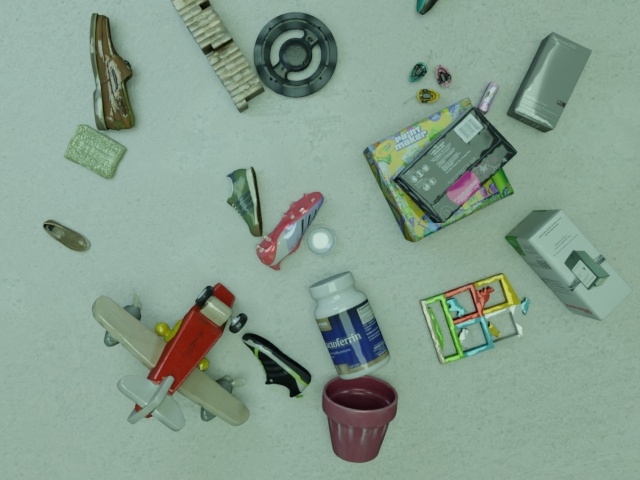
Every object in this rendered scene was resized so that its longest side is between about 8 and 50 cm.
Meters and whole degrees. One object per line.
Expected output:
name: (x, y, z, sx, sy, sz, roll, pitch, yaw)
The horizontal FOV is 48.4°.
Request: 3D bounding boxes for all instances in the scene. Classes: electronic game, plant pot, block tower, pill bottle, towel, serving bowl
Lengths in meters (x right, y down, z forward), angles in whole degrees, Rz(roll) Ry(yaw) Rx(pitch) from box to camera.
electronic game: (-0.068, -0.505, 1.938, 0.229, 0.048, 0.229, 0, 93, 0)
plant pot: (0.101, 0.487, 1.918, 0.201, 0.201, 0.180, 4, 107, -2)
block tower: (-0.269, -0.513, 1.911, 0.097, 0.091, 0.335, -31, 93, 0)
pill bottle: (0.073, 0.226, 1.917, 0.153, 0.153, 0.265, -22, 92, -1)
towel: (-0.615, -0.244, 1.943, 0.148, 0.027, 0.110, 27, 90, -1)
serving bowl: (0.000, 0.000, 1.969, 0.083, 0.027, 0.083, 0, 92, -1)

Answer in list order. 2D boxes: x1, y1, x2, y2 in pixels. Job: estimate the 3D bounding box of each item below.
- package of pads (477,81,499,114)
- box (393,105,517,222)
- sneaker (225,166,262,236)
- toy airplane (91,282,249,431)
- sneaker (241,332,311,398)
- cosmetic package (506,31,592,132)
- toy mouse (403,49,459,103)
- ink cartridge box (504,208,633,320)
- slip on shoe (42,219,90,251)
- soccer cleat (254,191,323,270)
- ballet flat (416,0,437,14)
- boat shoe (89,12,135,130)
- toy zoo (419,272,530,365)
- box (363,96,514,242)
package of pads: (0.460, -0.390, 1.957, 0.032, 0.050, 0.083, 25, 91, 3)
box: (0.323, -0.181, 1.740, 0.247, 0.142, 0.163, -44, 90, -1)
sneaker: (-0.212, -0.101, 1.946, 0.086, 0.064, 0.192, -7, 92, 6)
toy airplane: (-0.382, 0.316, 1.850, 0.384, 0.272, 0.386, -4, 77, -33)
sneaker: (-0.133, 0.350, 1.949, 0.234, 0.084, 0.097, 37, 92, -3)
cosmetic package: (0.620, -0.428, 1.936, 0.127, 0.107, 0.238, 24, 94, 0)
toy mouse: (0.302, -0.450, 1.960, 0.161, 0.031, 0.143, -3, 92, -2)
ink cartridge box: (0.656, 0.061, 1.901, 0.121, 0.211, 0.289, -43, 94, -1)
slip on shoe: (-0.695, -0.013, 1.941, 0.135, 0.041, 0.051, 35, 91, -3)
soccer cleat: (-0.073, -0.028, 1.950, 0.248, 0.083, 0.095, -47, 122, -4)
ballet flat: (0.324, -0.747, 1.923, 0.096, 0.095, 0.280, 6, 92, -14)
boat shoe: (-0.553, -0.449, 1.905, 0.104, 0.111, 0.307, -3, 102, -5)
toy zoo: (0.444, 0.212, 1.988, 0.293, 0.030, 0.192, -19, 92, -1)
box: (0.307, -0.184, 1.897, 0.290, 0.177, 0.279, -26, 93, 0)
